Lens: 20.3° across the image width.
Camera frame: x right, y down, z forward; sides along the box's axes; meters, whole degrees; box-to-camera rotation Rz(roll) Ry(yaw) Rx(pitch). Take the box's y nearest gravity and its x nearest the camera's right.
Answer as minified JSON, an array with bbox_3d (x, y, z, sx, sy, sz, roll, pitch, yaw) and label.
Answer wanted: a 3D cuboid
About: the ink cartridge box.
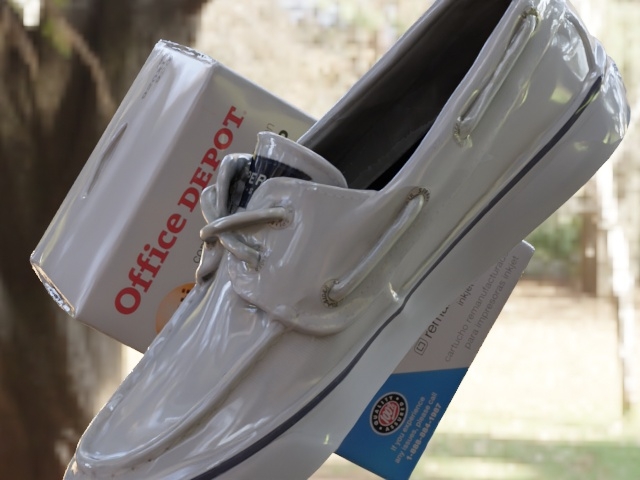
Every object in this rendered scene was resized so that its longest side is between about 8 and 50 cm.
[{"bbox_3d":[-0.030,0.010,1.094,0.233,0.171,0.168,29,0,-20],"label":"ink cartridge box"}]

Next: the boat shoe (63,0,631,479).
[{"bbox_3d":[0.000,0.000,0.641,0.267,0.088,0.096,-41,30,-9],"label":"boat shoe"}]
